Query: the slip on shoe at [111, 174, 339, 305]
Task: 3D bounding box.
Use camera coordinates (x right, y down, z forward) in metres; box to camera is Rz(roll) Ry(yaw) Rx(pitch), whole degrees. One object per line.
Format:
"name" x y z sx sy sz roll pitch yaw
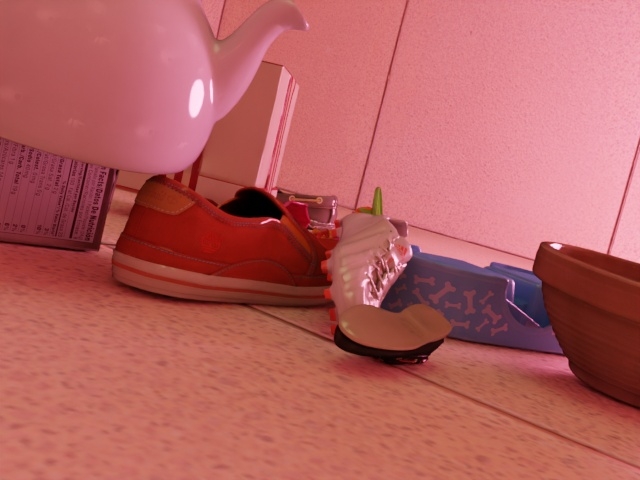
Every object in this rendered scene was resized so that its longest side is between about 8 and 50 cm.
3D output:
"slip on shoe" -0.054 0.002 0.711 0.123 0.101 0.331 16 4 35

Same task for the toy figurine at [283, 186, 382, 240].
"toy figurine" 0.000 0.000 0.990 0.159 0.130 0.173 1 28 8

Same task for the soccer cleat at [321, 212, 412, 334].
"soccer cleat" 0.045 0.022 0.660 0.076 0.068 0.196 -6 25 9

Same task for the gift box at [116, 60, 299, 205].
"gift box" -0.157 -0.145 1.106 0.276 0.258 0.255 16 6 8

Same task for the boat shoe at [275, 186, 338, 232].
"boat shoe" -0.104 -0.073 1.379 0.305 0.091 0.109 17 6 26

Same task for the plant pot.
"plant pot" 0.299 0.086 0.660 0.237 0.110 0.237 16 9 -3

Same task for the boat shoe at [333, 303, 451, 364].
"boat shoe" 0.053 0.076 0.556 0.049 0.042 0.133 47 23 29

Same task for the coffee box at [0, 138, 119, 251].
"coffee box" -0.357 -0.080 0.664 0.297 0.119 0.168 9 8 -43

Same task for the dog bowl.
"dog bowl" 0.190 0.066 0.816 0.297 0.074 0.166 12 6 -27

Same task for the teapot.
"teapot" -0.190 -0.177 0.592 0.252 0.187 0.256 29 15 37
